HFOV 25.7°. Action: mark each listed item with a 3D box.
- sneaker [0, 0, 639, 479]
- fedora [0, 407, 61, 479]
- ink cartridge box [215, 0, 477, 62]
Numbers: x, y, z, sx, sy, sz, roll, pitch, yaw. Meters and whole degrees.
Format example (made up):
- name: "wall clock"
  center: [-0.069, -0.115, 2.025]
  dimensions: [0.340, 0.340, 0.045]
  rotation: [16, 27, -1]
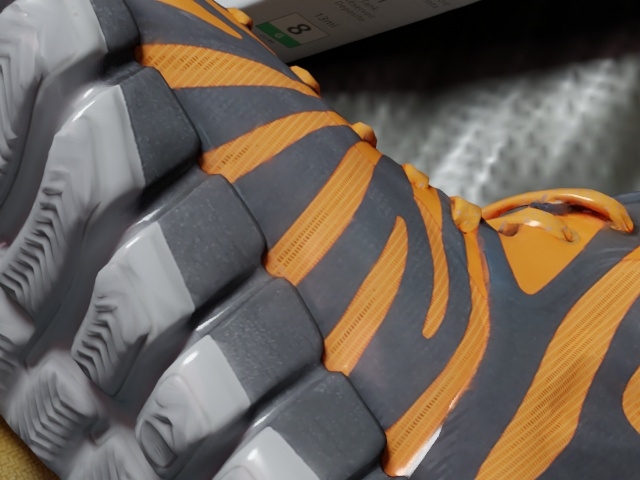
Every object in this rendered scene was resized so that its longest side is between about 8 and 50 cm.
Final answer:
- name: "sneaker"
  center: [0.000, 0.000, 0.392]
  dimensions: [0.180, 0.124, 0.321]
  rotation: [-23, 77, -38]
- name: "fedora"
  center: [-0.102, 0.032, 0.463]
  dimensions: [0.079, 0.194, 0.194]
  rotation: [-54, 41, 33]
- name: "ink cartridge box"
  center: [0.058, -0.179, 0.517]
  dimensions: [0.225, 0.056, 0.181]
  rotation: [-13, 65, 39]
